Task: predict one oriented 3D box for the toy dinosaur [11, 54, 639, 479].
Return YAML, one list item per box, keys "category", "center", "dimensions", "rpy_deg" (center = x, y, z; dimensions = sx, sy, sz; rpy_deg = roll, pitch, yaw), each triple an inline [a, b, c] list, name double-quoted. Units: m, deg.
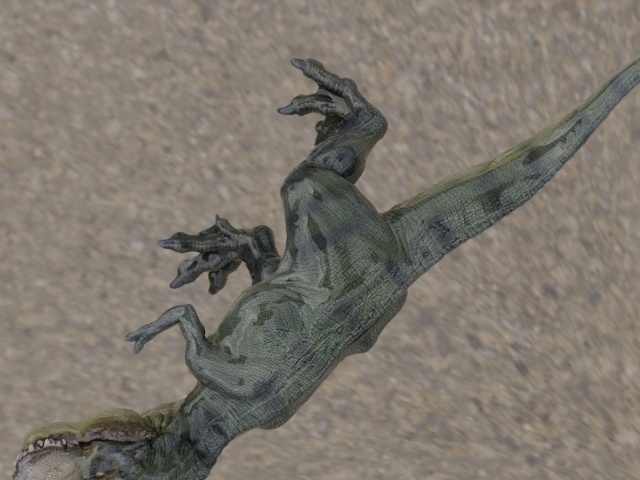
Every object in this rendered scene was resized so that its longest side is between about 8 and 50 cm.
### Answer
- category: "toy dinosaur"
  center: [0.000, 0.000, 0.627]
  dimensions: [0.268, 0.064, 0.118]
  rpy_deg: [-39, 39, -3]
